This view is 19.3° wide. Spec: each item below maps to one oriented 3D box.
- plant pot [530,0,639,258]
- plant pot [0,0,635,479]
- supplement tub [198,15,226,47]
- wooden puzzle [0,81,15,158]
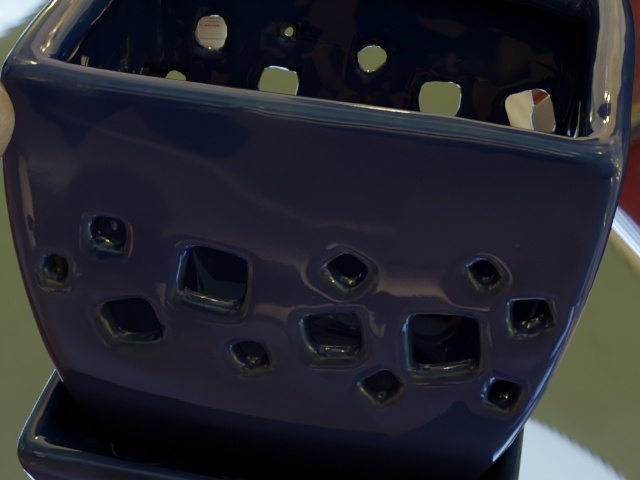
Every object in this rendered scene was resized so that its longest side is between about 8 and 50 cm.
[{"bbox_3d":[0.257,-0.060,0.952,0.243,0.275,0.275,33,-17,-22],"label":"plant pot"},{"bbox_3d":[0.000,0.000,0.805,0.236,0.236,0.212,-71,170,-65],"label":"plant pot"},{"bbox_3d":[-0.090,-0.210,1.509,0.071,0.071,0.107,29,-60,50],"label":"supplement tub"},{"bbox_3d":[-0.289,0.021,0.405,0.322,0.347,0.080,-54,-145,17],"label":"wooden puzzle"}]
